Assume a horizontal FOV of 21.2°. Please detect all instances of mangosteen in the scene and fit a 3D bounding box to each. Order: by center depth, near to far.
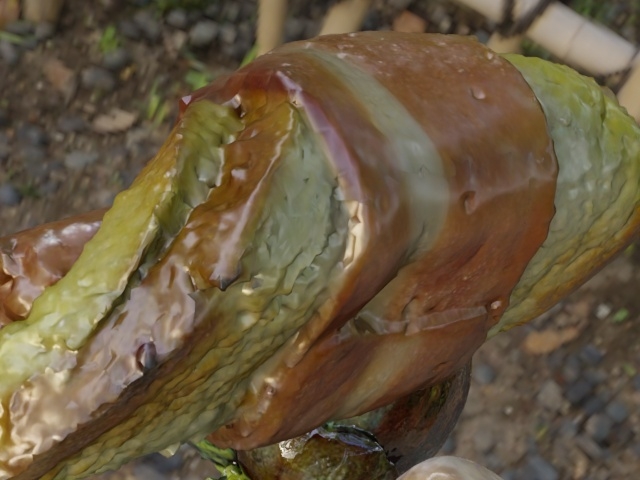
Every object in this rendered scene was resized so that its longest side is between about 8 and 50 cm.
[{"bbox_3d":[-0.026,0.113,1.178,0.231,0.231,0.289,26,73,-4],"label":"mangosteen"}]

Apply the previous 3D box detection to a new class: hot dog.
[{"bbox_3d":[-0.001,-0.006,0.494,0.261,0.123,0.093,-11,48,-46],"label":"hot dog"}]

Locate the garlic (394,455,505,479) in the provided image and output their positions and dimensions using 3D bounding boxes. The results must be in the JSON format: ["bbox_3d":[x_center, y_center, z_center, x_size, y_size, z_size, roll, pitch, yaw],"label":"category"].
[{"bbox_3d":[0.057,0.241,0.813,0.217,0.110,0.228,-40,90,-1],"label":"garlic"}]
